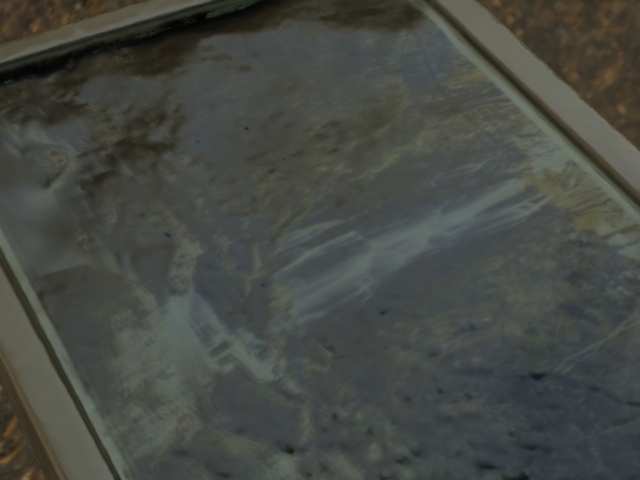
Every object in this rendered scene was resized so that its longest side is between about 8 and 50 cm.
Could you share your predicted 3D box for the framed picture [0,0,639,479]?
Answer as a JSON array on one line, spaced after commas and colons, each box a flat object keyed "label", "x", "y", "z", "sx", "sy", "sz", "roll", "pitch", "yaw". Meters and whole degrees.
[{"label": "framed picture", "x": 0.000, "y": 0.000, "z": 0.532, "sx": 0.241, "sy": 0.020, "sz": 0.324, "roll": -19, "pitch": 43, "yaw": -17}]
